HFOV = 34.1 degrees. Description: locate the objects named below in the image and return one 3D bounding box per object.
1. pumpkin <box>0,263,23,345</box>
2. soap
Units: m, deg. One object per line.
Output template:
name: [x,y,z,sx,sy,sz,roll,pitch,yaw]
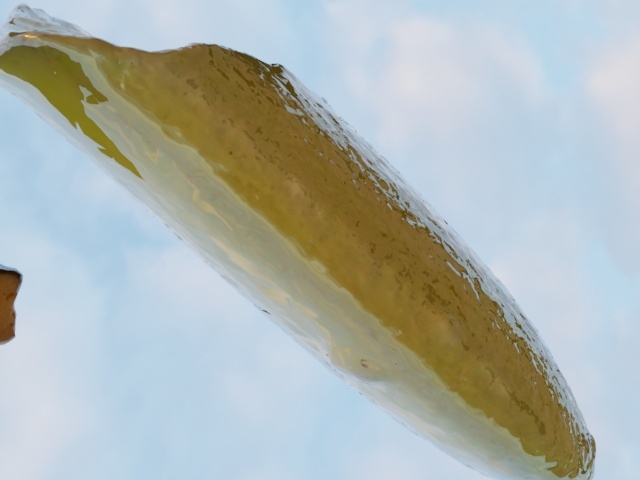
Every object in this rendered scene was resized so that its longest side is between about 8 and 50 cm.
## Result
pumpkin: [-0.330,0.097,0.567,0.095,0.290,0.258,66,-149,-12]
soap: [0.002,-0.003,0.616,0.427,0.306,0.115,43,-94,-24]
